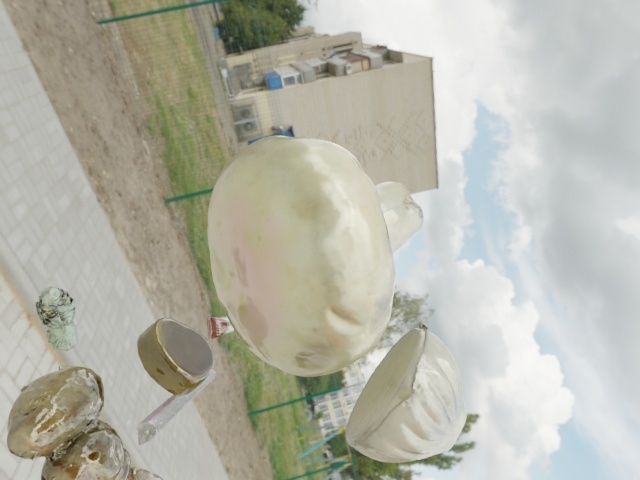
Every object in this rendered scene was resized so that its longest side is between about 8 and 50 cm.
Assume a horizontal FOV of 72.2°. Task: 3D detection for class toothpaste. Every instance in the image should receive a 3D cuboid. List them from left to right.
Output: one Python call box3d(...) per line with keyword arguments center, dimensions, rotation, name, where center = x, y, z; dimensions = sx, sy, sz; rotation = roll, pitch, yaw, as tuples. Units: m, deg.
box3d(center=(-0.205, 0.228, 1.247), dimensions=(0.039, 0.239, 0.062), rotation=(4, -82, 57), name="toothpaste")

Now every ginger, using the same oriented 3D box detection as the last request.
box3d(center=(-0.508, 0.416, 0.911), dimensions=(0.244, 0.155, 0.304), rotation=(170, -105, -82), name="ginger")

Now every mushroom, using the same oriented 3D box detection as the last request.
box3d(center=(-0.029, 0.013, 0.683), dimensions=(0.353, 0.325, 0.353), rotation=(40, 41, -47), name="mushroom")

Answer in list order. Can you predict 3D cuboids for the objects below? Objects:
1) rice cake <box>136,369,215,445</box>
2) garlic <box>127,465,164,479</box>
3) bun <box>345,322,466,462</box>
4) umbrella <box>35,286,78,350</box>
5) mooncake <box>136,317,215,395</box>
box3d(center=(-0.452, 0.511, 1.398), dimensions=(0.056, 0.072, 0.365), rotation=(55, 22, 0), name="rice cake")
box3d(center=(-0.524, 0.684, 1.165), dimensions=(0.257, 0.207, 0.207), rotation=(64, -1, -15), name="garlic")
box3d(center=(0.184, 0.312, 0.826), dimensions=(0.175, 0.263, 0.263), rotation=(36, -10, 4), name="bun")
box3d(center=(-0.450, 0.132, 0.749), dimensions=(0.067, 0.062, 0.143), rotation=(-102, -160, -46), name="umbrella")
box3d(center=(-0.426, 0.352, 1.305), dimensions=(0.235, 0.117, 0.235), rotation=(48, 10, -11), name="mooncake")
